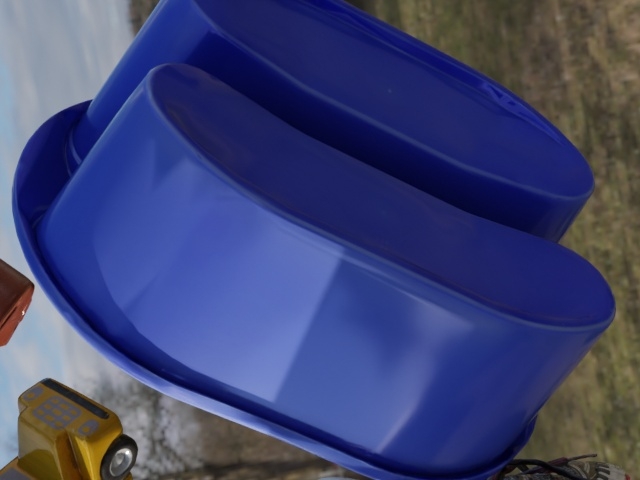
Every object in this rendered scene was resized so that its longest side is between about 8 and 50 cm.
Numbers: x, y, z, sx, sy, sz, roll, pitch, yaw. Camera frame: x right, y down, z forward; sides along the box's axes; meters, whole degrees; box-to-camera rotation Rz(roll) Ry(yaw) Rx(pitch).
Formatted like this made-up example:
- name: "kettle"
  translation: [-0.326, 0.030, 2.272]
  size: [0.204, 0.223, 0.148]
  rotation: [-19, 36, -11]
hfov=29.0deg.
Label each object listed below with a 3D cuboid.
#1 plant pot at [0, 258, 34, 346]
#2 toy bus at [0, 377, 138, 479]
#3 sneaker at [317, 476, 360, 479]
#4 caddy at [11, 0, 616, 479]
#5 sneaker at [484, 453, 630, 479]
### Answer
- name: "plant pot"
  translation: [-0.487, 0.066, 1.392]
  size: [0.272, 0.265, 0.272]
  rotation: [-58, 5, 7]
- name: "toy bus"
  translation: [-0.251, 0.303, 1.240]
  size: [0.108, 0.130, 0.333]
  rotation: [24, 133, 32]
- name: "sneaker"
  translation: [-0.035, 0.269, 0.936]
  size: [0.240, 0.091, 0.126]
  rotation: [-38, 18, 42]
- name: "caddy"
  translation: [0.000, 0.000, 0.706]
  size: [0.179, 0.341, 0.241]
  rotation: [-54, 18, 35]
- name: "sneaker"
  translation: [0.153, 0.199, 0.893]
  size: [0.121, 0.112, 0.299]
  rotation: [-60, -12, 2]
